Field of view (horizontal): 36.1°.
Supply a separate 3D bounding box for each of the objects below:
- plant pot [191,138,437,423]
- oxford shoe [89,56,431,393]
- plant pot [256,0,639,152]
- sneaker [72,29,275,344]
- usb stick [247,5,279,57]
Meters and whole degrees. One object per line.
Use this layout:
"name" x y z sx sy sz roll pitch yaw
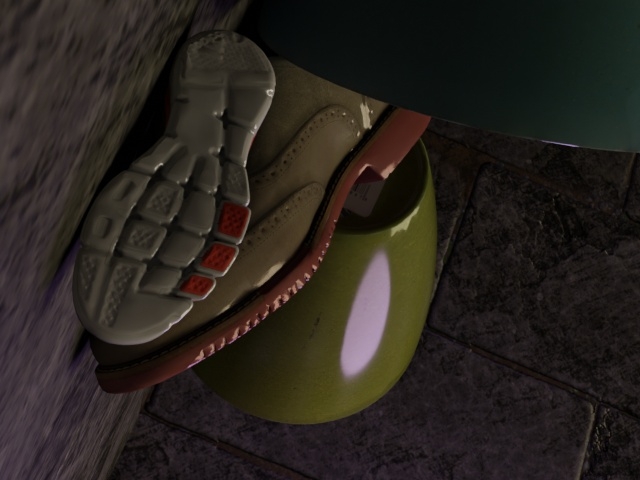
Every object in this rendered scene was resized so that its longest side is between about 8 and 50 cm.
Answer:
"plant pot" 0.000 0.000 0.915 0.293 0.275 0.274 112 -1 -63
"oxford shoe" -0.053 -0.045 0.655 0.123 0.130 0.348 -13 -151 42
"plant pot" 0.125 -0.211 0.550 0.293 0.293 0.235 -76 177 -67
"sneaker" -0.062 -0.018 0.434 0.065 0.061 0.158 -47 -162 58
"usb stick" -0.048 -0.127 0.767 0.077 0.045 0.278 98 14 -80
